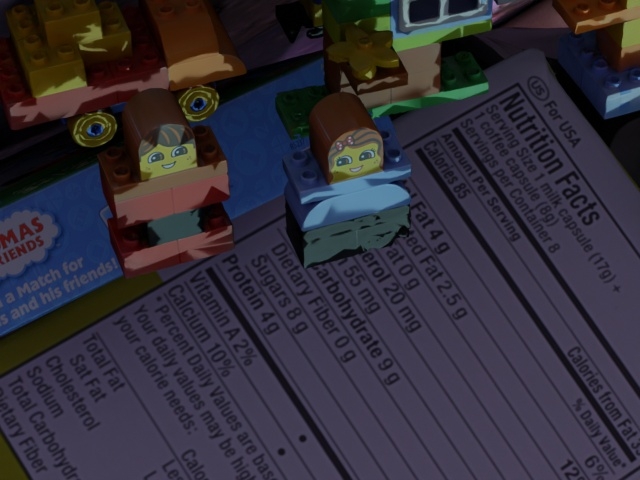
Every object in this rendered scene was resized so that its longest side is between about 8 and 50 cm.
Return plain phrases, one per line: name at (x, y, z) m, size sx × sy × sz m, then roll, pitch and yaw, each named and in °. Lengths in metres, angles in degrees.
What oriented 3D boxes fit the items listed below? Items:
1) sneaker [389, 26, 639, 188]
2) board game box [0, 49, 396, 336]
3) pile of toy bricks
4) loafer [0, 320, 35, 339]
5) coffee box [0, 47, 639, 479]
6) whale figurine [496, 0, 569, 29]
sneaker at (0.196, -0.042, 0.823) m, size 0.257 × 0.169 × 0.447 m, roll -9°, pitch -176°, yaw -20°
board game box at (-0.092, -0.011, 0.601) m, size 0.160 × 0.039 × 0.211 m, roll -28°, pitch -170°, yaw -24°
pile of toy bricks at (0.015, -0.078, 0.475) m, size 0.212 × 0.118 × 0.105 m, roll -16°, pitch 136°, yaw -13°
loafer at (-0.179, 0.080, 0.909) m, size 0.319 × 0.112 × 0.111 m, roll -15°, pitch 130°, yaw -39°
coffee box at (0.010, 0.192, 0.686) m, size 0.334 × 0.338 × 0.337 m, roll -31°, pitch 169°, yaw -19°
whale figurine at (0.158, -0.079, 1.123) m, size 0.272 × 0.141 × 0.216 m, roll -27°, pitch 178°, yaw 15°
